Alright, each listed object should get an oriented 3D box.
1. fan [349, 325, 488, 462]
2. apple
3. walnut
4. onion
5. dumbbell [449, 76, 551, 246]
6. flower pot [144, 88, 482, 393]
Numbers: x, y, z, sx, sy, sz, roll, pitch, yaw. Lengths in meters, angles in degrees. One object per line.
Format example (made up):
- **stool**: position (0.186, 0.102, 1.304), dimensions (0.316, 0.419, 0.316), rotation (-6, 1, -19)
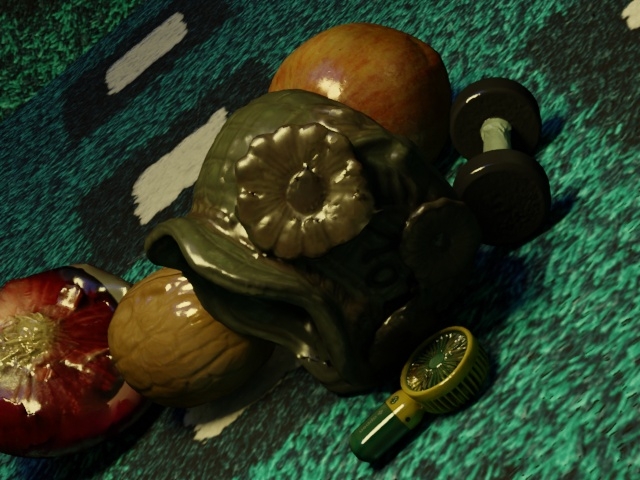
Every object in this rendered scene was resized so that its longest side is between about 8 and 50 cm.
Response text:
- **fan**: position (0.089, 0.145, 1.363), dimensions (0.155, 0.039, 0.082), rotation (-42, 24, 2)
- **apple**: position (0.044, -0.145, 1.722), dimensions (0.211, 0.211, 0.188), rotation (-16, 8, 44)
- **walnut**: position (-0.135, 0.097, 1.627), dimensions (0.207, 0.167, 0.167), rotation (-26, 28, 35)
- **onion**: position (-0.312, 0.161, 1.778), dimensions (0.272, 0.195, 0.272), rotation (1, 45, -1)
- **dumbbell**: position (0.183, -0.084, 1.535), dimensions (0.100, 0.100, 0.191), rotation (-31, 26, 21)
- **flower pot**: position (0.000, 0.000, 1.426), dimensions (0.213, 0.302, 0.302), rotation (-56, 27, -12)
